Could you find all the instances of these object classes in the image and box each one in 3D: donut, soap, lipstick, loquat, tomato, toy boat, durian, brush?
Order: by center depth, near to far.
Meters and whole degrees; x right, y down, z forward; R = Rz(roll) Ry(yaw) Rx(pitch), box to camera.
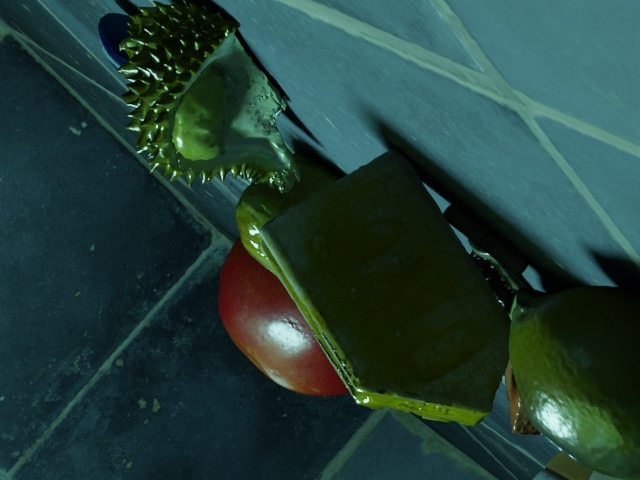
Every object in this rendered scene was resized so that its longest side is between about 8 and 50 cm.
[{"bbox_3d":[0.227,0.107,1.246,0.195,0.152,0.152,47,178,37],"label":"loquat"},{"bbox_3d":[0.074,0.062,1.468,0.257,0.160,0.080,57,173,11],"label":"soap"},{"bbox_3d":[0.154,-0.001,1.481,0.094,0.019,0.019,39,173,20],"label":"lipstick"},{"bbox_3d":[0.217,0.083,1.609,0.248,0.036,0.043,46,176,-38],"label":"brush"},{"bbox_3d":[-0.121,-0.150,1.680,0.306,0.166,0.172,58,-167,-51],"label":"durian"},{"bbox_3d":[0.000,0.000,1.923,0.208,0.128,0.261,40,174,4],"label":"donut"},{"bbox_3d":[-0.196,-0.202,2.003,0.210,0.070,0.291,43,177,4],"label":"toy boat"},{"bbox_3d":[-0.018,0.087,2.197,0.298,0.226,0.298,44,176,4],"label":"tomato"}]

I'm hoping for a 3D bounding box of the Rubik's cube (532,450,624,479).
[{"bbox_3d":[0.362,0.411,1.604,0.346,0.344,0.347,43,175,-12],"label":"Rubik's cube"}]

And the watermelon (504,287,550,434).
[{"bbox_3d":[0.248,0.121,1.465,0.145,0.137,0.193,8,175,-1],"label":"watermelon"}]
